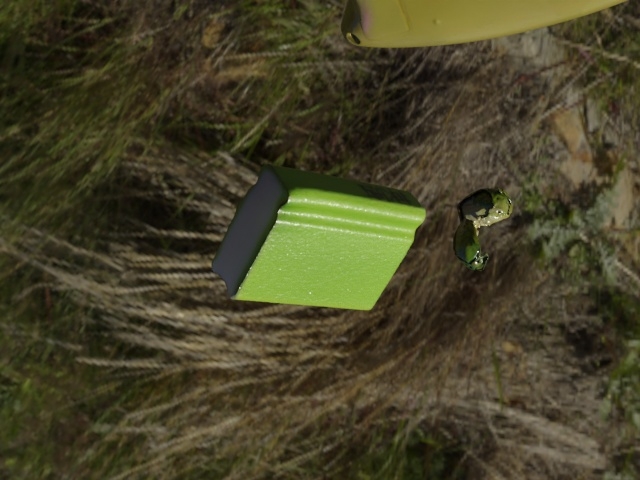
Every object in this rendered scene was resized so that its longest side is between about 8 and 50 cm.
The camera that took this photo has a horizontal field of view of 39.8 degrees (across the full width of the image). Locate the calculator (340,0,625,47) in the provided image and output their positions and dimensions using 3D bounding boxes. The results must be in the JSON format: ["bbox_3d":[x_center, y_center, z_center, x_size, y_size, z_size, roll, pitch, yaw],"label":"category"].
[{"bbox_3d":[0.097,-0.174,0.446,0.236,0.033,0.157,-11,130,24],"label":"calculator"}]

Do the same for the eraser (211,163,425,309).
[{"bbox_3d":[0.000,0.000,1.352,0.274,0.092,0.210,10,120,-36],"label":"eraser"}]

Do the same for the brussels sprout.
[{"bbox_3d":[0.156,-0.015,0.877,0.051,0.083,0.046,21,163,29],"label":"brussels sprout"}]
